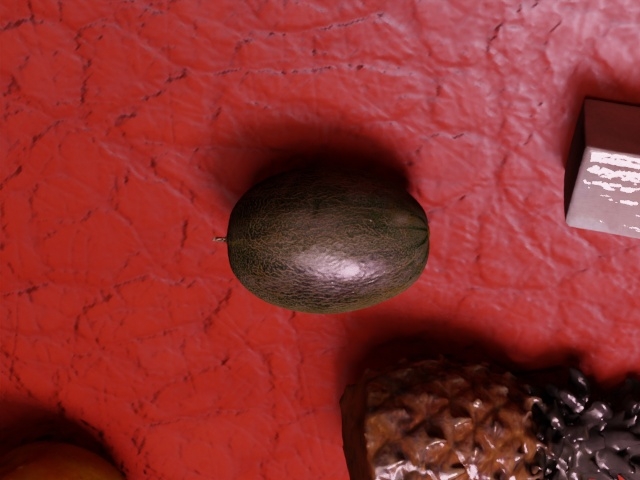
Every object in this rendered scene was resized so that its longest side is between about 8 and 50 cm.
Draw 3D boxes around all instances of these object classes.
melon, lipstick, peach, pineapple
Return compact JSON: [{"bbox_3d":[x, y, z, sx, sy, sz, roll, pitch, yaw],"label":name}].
[{"bbox_3d":[0.000,0.000,1.515,0.167,0.114,0.114,1,125,3],"label":"melon"},{"bbox_3d":[0.371,-0.028,1.481,0.371,0.076,0.080,10,127,-1],"label":"lipstick"},{"bbox_3d":[-0.229,0.272,1.689,0.197,0.197,0.197,3,125,4],"label":"peach"},{"bbox_3d":[0.160,0.166,1.604,0.278,0.158,0.158,-4,125,-7],"label":"pineapple"}]
